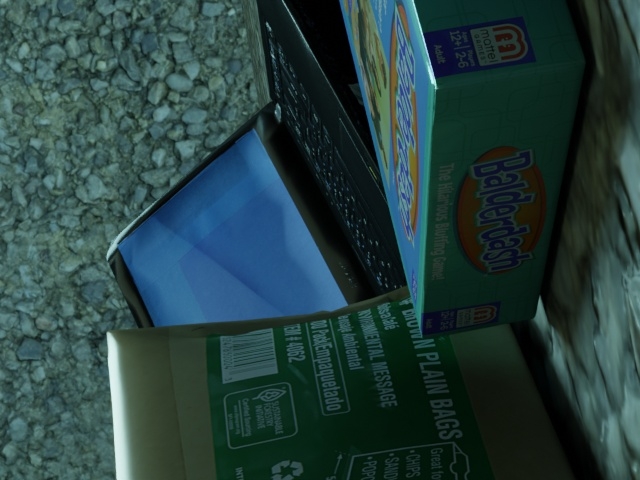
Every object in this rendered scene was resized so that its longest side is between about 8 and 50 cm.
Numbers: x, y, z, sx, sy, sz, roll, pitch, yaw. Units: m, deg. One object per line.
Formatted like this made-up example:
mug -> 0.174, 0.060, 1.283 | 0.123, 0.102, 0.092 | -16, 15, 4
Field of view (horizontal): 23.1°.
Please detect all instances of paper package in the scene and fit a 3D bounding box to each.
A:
paper package -> 0.030, 0.221, 0.580 | 0.325, 0.168, 0.309 | -104, 6, -58

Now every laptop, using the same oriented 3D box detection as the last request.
laptop -> -0.031, 0.022, 0.821 | 0.234, 0.137, 0.264 | 61, 172, 21

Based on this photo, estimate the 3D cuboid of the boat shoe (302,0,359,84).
boat shoe -> -0.002, -0.175, 0.792 | 0.073, 0.073, 0.207 | -114, 5, -50

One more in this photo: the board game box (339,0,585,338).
board game box -> 0.036, -0.095, 0.548 | 0.160, 0.047, 0.210 | 87, 172, -61

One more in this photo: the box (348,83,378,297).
box -> 0.000, 0.000, 0.960 | 0.114, 0.036, 0.207 | -43, 42, 31
